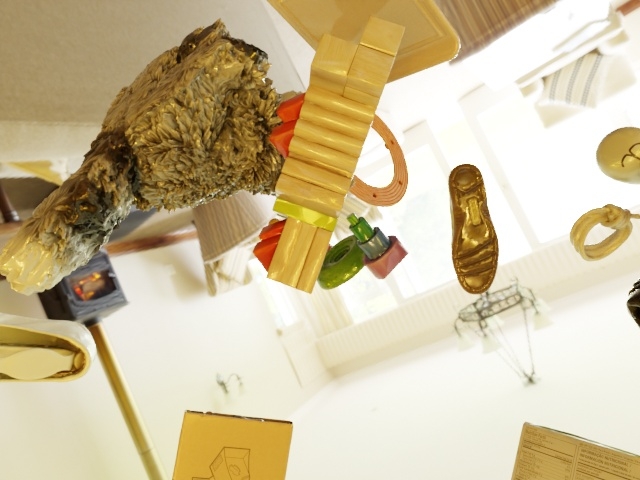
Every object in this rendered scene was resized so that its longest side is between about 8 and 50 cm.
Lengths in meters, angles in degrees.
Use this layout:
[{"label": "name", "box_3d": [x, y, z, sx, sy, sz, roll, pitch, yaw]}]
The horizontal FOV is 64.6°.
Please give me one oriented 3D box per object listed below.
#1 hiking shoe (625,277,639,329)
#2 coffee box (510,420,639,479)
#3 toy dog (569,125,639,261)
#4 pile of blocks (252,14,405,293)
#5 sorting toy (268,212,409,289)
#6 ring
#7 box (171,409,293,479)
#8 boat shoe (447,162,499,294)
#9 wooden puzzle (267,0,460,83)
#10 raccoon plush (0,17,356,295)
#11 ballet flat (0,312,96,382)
[{"label": "hiking shoe", "box_3d": [0.364, 0.043, 0.501, 0.114, 0.227, 0.086, 2, 174, -24]}, {"label": "coffee box", "box_3d": [0.739, 0.725, 1.374, 0.338, 0.334, 0.338, 4, 159, 45]}, {"label": "toy dog", "box_3d": [0.537, -0.047, 0.684, 0.334, 0.220, 0.161, -3, -154, -14]}, {"label": "pile of blocks", "box_3d": [-0.010, -0.101, 0.642, 0.149, 0.113, 0.362, -69, 178, -69]}, {"label": "sorting toy", "box_3d": [0.000, 0.000, 0.885, 0.127, 0.126, 0.365, -48, -162, -21]}, {"label": "ring", "box_3d": [0.123, -0.244, 1.428, 0.336, 0.336, 0.032, -20, 172, -46]}, {"label": "box", "box_3d": [-0.133, 0.357, 0.735, 0.164, 0.201, 0.021, 10, 174, -12]}, {"label": "boat shoe", "box_3d": [0.223, -0.017, 0.750, 0.068, 0.190, 0.072, -3, 180, 6]}, {"label": "wooden puzzle", "box_3d": [0.059, -0.337, 0.751, 0.221, 0.239, 0.044, -6, -128, 46]}, {"label": "raccoon plush", "box_3d": [-0.160, -0.064, 0.695, 0.446, 0.299, 0.216, -49, -142, -10]}, {"label": "ballet flat", "box_3d": [-0.559, 0.173, 0.802, 0.400, 0.139, 0.139, 11, 152, -36]}]
